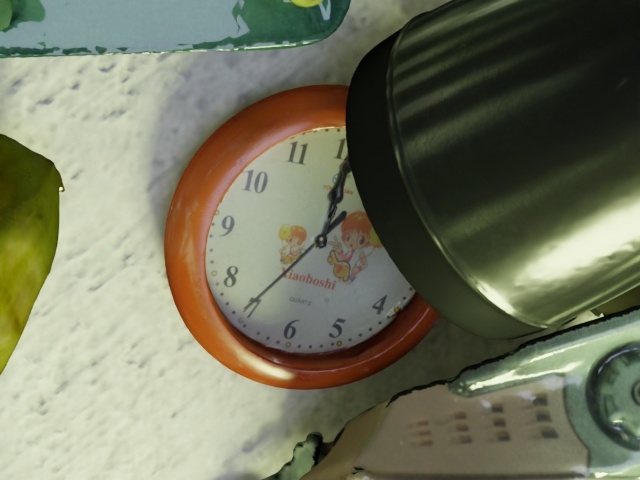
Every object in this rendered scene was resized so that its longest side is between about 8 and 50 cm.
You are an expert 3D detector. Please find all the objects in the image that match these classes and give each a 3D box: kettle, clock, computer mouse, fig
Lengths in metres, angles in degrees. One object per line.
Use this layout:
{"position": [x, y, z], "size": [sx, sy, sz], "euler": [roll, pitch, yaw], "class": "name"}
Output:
{"position": [0.186, -0.090, 0.809], "size": [0.271, 0.251, 0.207], "euler": [-26, 107, 38], "class": "kettle"}
{"position": [0.000, 0.000, 0.908], "size": [0.205, 0.051, 0.205], "euler": [-6, 110, -17], "class": "clock"}
{"position": [0.129, 0.137, 0.919], "size": [0.389, 0.199, 0.115], "euler": [-20, 73, 5], "class": "computer mouse"}
{"position": [-0.216, 0.010, 0.784], "size": [0.165, 0.144, 0.154], "euler": [-59, 153, -16], "class": "fig"}

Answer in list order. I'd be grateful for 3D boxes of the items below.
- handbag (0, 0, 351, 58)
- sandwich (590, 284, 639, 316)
{"position": [-0.104, -0.229, 0.762], "size": [0.274, 0.100, 0.269], "euler": [-5, 111, -20], "class": "handbag"}
{"position": [0.289, -0.056, 0.972], "size": [0.155, 0.227, 0.198], "euler": [36, 58, -25], "class": "sandwich"}
